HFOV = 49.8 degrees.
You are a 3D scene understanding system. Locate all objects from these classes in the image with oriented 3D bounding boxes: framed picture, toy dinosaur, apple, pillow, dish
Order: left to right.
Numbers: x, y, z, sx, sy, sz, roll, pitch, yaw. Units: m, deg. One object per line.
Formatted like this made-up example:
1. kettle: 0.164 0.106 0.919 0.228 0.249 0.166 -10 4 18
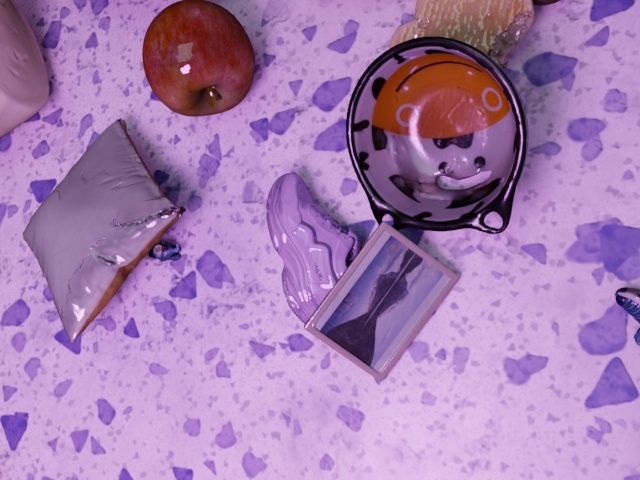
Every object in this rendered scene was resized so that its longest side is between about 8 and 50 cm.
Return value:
1. pillow: -0.395 -0.028 1.216 0.312 0.119 0.310 -48 54 9
2. toy dinosaur: -0.280 0.019 1.219 0.083 0.047 0.030 -3 77 22
3. apple: -0.208 -0.312 1.180 0.188 0.188 0.173 -25 64 15
4. framed picture: 0.093 0.093 1.042 0.150 0.015 0.203 37 94 -8
5. dish: 0.183 -0.155 1.012 0.303 0.120 0.303 12 113 30

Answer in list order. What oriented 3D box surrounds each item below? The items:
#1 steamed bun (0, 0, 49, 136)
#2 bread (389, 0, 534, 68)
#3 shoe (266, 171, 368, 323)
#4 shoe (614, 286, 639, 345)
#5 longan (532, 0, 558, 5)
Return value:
1. steamed bun: -0.756 -0.385 1.330 0.371 0.290 0.455 -29 101 14
2. bread: 0.207 -0.308 1.082 0.182 0.039 0.250 42 109 24
3. shoe: 0.000 0.000 1.098 0.138 0.095 0.245 -15 78 14
4. shoe: 0.452 0.118 0.922 0.143 0.064 0.071 47 116 27
5. longan: 0.338 -0.409 1.047 0.119 0.106 0.106 -7 73 63
